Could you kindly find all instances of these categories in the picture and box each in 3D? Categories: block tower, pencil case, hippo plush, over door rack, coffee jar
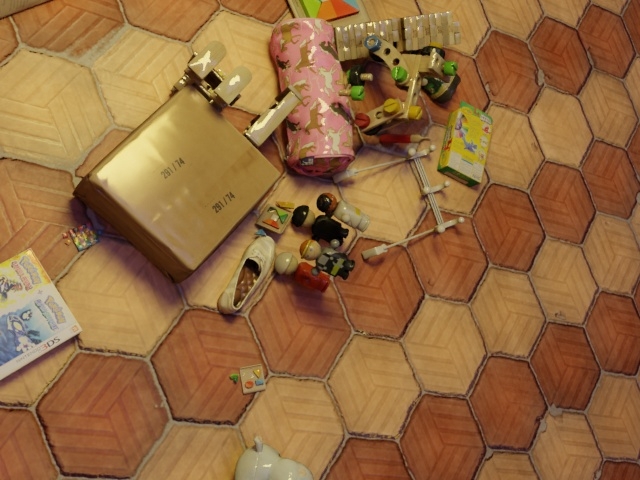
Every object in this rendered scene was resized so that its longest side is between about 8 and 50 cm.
[{"bbox_3d":[0.198,-0.549,1.903,0.336,0.097,0.090,-10,106,-8],"label":"block tower"},{"bbox_3d":[-0.023,-0.361,1.780,0.167,0.160,0.385,-3,81,-34],"label":"pencil case"},{"bbox_3d":[-0.140,0.571,1.523,0.294,0.234,0.236,15,44,19],"label":"hippo plush"},{"bbox_3d":[0.224,-0.110,1.882,0.324,0.108,0.239,-19,87,-29],"label":"over door rack"},{"bbox_3d":[0.312,-0.478,2.024,0.184,0.079,0.096,37,65,-16],"label":"coffee jar"}]

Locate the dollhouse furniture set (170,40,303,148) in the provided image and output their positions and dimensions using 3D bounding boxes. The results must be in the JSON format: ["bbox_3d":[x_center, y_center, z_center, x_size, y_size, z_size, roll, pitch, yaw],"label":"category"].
[{"bbox_3d":[-0.190,-0.346,1.624,0.242,0.212,0.161,44,73,-13],"label":"dollhouse furniture set"}]

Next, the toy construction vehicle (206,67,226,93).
[{"bbox_3d":[-0.275,-0.398,1.727,0.086,0.035,0.098,42,64,-14],"label":"toy construction vehicle"}]

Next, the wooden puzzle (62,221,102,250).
[{"bbox_3d":[-0.511,-0.009,1.536,0.083,0.006,0.049,-29,93,-29],"label":"wooden puzzle"}]

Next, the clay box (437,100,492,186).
[{"bbox_3d":[0.421,-0.280,2.052,0.128,0.053,0.221,24,68,-21],"label":"clay box"}]

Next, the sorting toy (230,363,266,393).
[{"bbox_3d":[-0.168,0.322,1.638,0.083,0.012,0.062,-6,82,-29],"label":"sorting toy"}]

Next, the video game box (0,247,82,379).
[{"bbox_3d":[-0.615,0.148,1.426,0.187,0.048,0.205,-34,96,-31],"label":"video game box"}]

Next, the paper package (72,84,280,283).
[{"bbox_3d":[-0.310,-0.122,1.574,0.309,0.168,0.324,45,62,-14],"label":"paper package"}]

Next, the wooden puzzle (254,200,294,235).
[{"bbox_3d":[-0.112,-0.055,1.726,0.079,0.014,0.116,15,58,9],"label":"wooden puzzle"}]

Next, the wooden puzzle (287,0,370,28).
[{"bbox_3d":[0.010,-0.674,1.930,0.239,0.044,0.220,-24,90,-30],"label":"wooden puzzle"}]

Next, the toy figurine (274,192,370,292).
[{"bbox_3d":[0.000,0.000,1.685,0.148,0.209,0.213,28,67,-13],"label":"toy figurine"}]

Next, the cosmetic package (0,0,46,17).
[{"bbox_3d":[-0.660,-0.621,1.508,0.385,0.156,0.217,-37,95,-28],"label":"cosmetic package"}]

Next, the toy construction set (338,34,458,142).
[{"bbox_3d":[0.229,-0.359,1.789,0.308,0.237,0.257,59,44,-52],"label":"toy construction set"}]

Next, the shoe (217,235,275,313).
[{"bbox_3d":[-0.163,0.079,1.667,0.077,0.058,0.219,37,65,-16],"label":"shoe"}]
